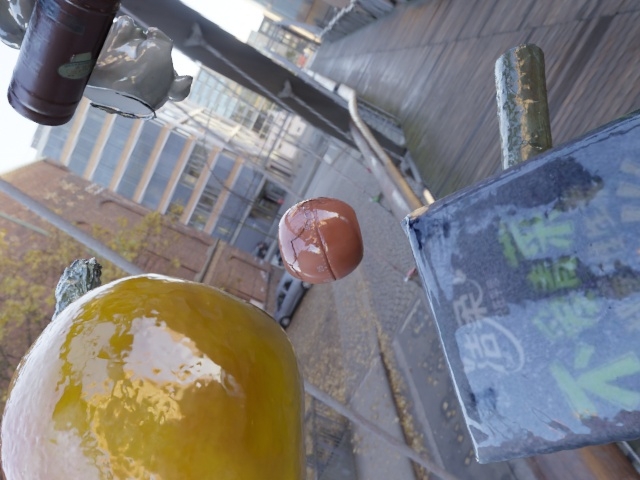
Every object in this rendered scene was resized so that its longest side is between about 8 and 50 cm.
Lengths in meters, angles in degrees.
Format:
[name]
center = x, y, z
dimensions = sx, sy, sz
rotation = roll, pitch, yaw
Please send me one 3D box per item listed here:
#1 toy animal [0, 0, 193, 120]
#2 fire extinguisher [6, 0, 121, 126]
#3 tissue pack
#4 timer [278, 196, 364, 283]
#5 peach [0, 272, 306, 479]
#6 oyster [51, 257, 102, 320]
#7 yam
[toy animal]
center = -0.394, -0.323, 0.940
dimensions = 0.208, 0.325, 0.154
rotation = -2, 73, 45
[fire extinguisher]
center = -0.350, -0.307, 0.775
dimensions = 0.344, 0.102, 0.138
rotation = -46, 47, 35
[tissue pack]
center = 0.298, 0.032, 0.525
dimensions = 0.394, 0.124, 0.288
rotation = -26, 67, 32
[timer]
center = 0.000, 0.000, 1.453
dimensions = 0.229, 0.215, 0.229
rotation = -13, -90, -89
[peach]
center = -0.147, 0.189, 0.513
dimensions = 0.289, 0.289, 0.308
rotation = 128, 154, -50
[oyster]
center = -0.345, 0.088, 0.797
dimensions = 0.177, 0.064, 0.125
rotation = 125, 130, -73
[yam]
center = 0.269, -0.166, 0.725
dimensions = 0.068, 0.068, 0.169
rotation = 150, 121, -72
